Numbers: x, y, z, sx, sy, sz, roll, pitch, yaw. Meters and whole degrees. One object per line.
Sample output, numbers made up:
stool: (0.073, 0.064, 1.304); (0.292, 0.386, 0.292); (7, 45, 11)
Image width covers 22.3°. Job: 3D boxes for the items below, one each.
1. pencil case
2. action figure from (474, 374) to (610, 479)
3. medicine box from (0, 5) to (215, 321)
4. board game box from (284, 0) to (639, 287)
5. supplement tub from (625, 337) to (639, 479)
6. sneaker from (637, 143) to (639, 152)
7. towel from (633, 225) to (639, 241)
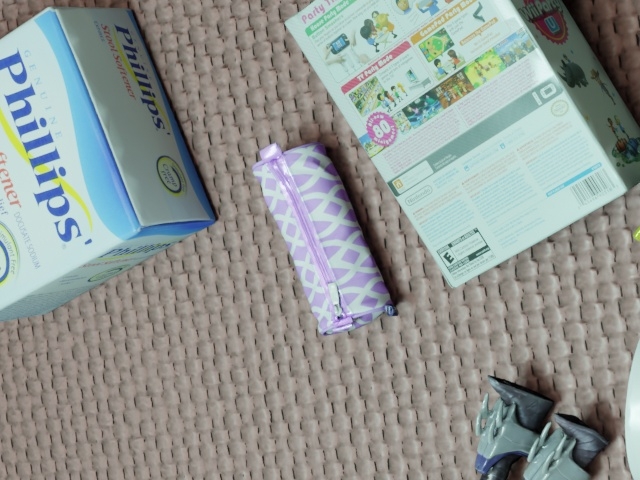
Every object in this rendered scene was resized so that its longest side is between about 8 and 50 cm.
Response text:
pencil case: (0.000, 0.000, 1.659); (0.086, 0.088, 0.206); (-29, 79, 28)
action figure: (0.157, 0.282, 1.568); (0.185, 0.099, 0.285); (31, 97, 43)
medicine box: (-0.303, -0.079, 1.798); (0.289, 0.149, 0.263); (-27, 81, 31)
board game box: (0.138, -0.139, 1.506); (0.224, 0.097, 0.303); (-32, 91, 39)
supplement tub: (0.413, 0.150, 1.365); (0.272, 0.191, 0.191); (5, 98, 30)
sneaker: (0.311, -0.022, 1.390); (0.065, 0.061, 0.157); (-24, 77, 61)
towel: (0.381, -0.074, 1.419); (0.237, 0.102, 0.021); (-50, 38, 26)
